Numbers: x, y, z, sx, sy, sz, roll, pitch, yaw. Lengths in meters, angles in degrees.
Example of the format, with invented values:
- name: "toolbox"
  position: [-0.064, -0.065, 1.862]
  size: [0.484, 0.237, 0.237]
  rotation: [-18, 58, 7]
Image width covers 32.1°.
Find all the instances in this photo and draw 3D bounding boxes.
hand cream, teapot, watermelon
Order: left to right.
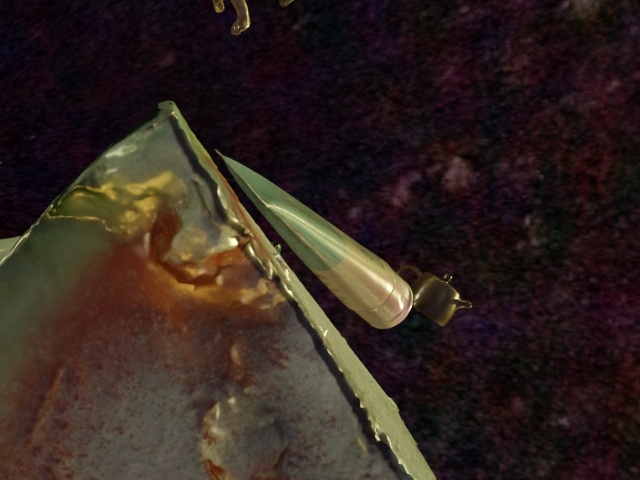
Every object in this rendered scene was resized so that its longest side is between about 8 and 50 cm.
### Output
- name: "watermelon"
  position: [-0.048, 0.120, 0.449]
  size: [0.289, 0.214, 0.320]
  rotation: [-51, 151, -25]
- name: "hand cream"
  position: [0.000, 0.000, 1.242]
  size: [0.070, 0.111, 0.312]
  rotation: [-44, 136, 3]
- name: "teapot"
  position: [0.163, 0.074, 1.632]
  size: [0.121, 0.076, 0.068]
  rotation: [35, 89, 13]

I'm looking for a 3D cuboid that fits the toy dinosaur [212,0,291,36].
- name: "toy dinosaur"
  position: [-0.113, -0.389, 1.473]
  size: [0.200, 0.072, 0.251]
  rotation: [54, 50, -29]

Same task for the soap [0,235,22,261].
- name: "soap"
  position: [-0.318, 0.117, 0.855]
  size: [0.115, 0.347, 0.208]
  rotation: [-72, 150, -50]

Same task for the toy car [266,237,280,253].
- name: "toy car"
  position: [-0.114, 0.157, 1.280]
  size: [0.141, 0.097, 0.320]
  rotation: [-25, 129, -62]
